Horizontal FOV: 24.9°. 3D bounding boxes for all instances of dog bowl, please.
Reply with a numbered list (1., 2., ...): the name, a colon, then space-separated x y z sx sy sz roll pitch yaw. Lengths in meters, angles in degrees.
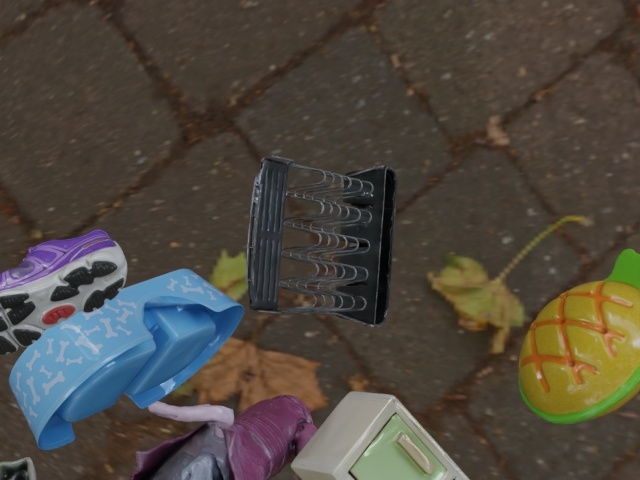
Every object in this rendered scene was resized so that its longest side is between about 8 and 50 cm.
1. dog bowl: -0.202 0.114 1.504 0.074 0.166 0.297 47 31 14

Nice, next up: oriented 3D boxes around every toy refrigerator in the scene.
1. toy refrigerator: 0.105 0.278 1.435 0.269 0.094 0.102 49 66 -18

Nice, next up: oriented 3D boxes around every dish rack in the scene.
1. dish rack: 0.000 0.000 1.784 0.271 0.074 0.208 8 84 -61

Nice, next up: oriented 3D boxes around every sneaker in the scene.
1. sneaker: -0.248 0.042 1.237 0.170 0.071 0.068 -21 131 -9

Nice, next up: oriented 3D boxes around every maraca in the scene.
1. maraca: 0.247 0.081 1.254 0.185 0.127 0.099 -46 129 3

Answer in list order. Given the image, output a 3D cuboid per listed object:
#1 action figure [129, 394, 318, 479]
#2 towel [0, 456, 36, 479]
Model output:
1. action figure: -0.114 0.274 1.922 0.370 0.248 0.275 -27 117 -53
2. towel: -0.210 0.354 0.934 0.056 0.324 0.312 7 43 2
